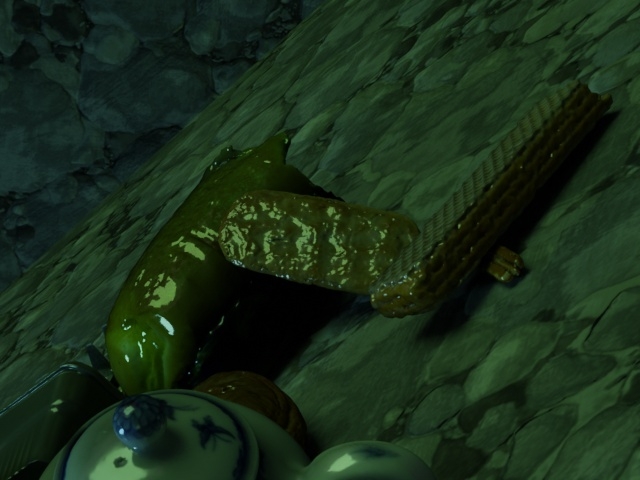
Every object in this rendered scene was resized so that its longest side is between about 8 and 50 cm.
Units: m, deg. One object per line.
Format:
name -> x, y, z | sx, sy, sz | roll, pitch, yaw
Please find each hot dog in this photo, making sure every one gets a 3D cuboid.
hot dog -> -0.109, 0.230, 1.400 | 0.196, 0.122, 0.272 | -41, 9, 10
hot dog -> 0.187, 0.026, 1.454 | 0.037, 0.021, 0.083 | -51, 17, 2

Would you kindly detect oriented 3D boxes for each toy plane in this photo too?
toy plane -> -0.352, 0.210, 2.078 | 0.267, 0.088, 0.212 | -35, 14, 46

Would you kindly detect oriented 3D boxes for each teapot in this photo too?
teapot -> -0.117, 0.221, 1.116 | 0.424, 0.280, 0.252 | -4, 41, 5

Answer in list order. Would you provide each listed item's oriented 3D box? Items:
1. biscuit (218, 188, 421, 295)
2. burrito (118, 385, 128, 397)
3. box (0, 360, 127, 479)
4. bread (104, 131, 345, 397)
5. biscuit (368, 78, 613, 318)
biscuit -> 0.000, 0.000, 1.649 | 0.247, 0.029, 0.118 | 11, 54, 13
burrito -> -0.213, 0.163, 1.931 | 0.188, 0.058, 0.045 | -52, -5, -31
box -> -0.370, 0.298, 1.812 | 0.274, 0.138, 0.178 | -36, 23, 23
bread -> -0.118, 0.047, 1.782 | 0.251, 0.208, 0.376 | -26, 25, 53
biscuit -> 0.189, -0.050, 1.529 | 0.378, 0.054, 0.094 | -46, 10, -30
